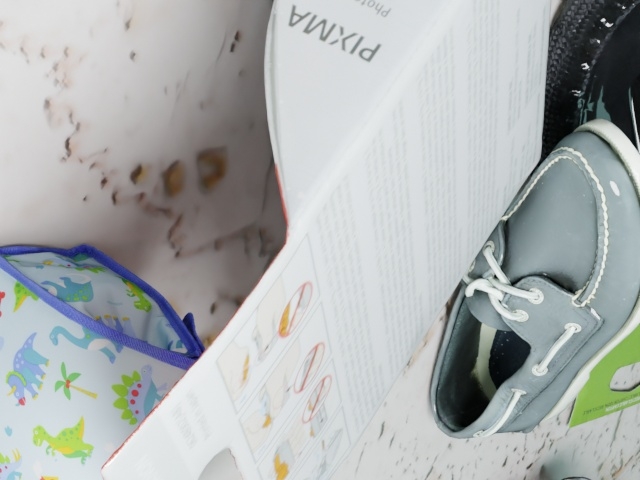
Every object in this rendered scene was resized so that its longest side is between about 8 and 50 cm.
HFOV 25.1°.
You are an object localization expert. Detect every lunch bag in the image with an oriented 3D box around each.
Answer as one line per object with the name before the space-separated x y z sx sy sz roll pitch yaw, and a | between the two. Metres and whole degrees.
lunch bag | -0.125 0.087 0.766 0.096 0.151 0.129 1 113 -46

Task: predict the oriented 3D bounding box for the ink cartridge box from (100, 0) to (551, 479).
ink cartridge box | 0.000 0.000 0.783 0.385 0.091 0.308 -54 160 -20

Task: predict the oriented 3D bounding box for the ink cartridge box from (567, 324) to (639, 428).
ink cartridge box | 0.341 0.059 1.284 0.188 0.097 0.255 -11 121 -42

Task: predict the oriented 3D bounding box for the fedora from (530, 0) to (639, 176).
fedora | 0.314 -0.090 1.049 0.152 0.334 0.334 -40 143 -57

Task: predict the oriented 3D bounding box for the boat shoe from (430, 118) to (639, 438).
boat shoe | 0.150 0.045 1.024 0.099 0.116 0.319 -19 149 -22

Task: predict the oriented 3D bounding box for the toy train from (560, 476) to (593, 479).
toy train | 0.190 0.359 1.300 0.190 0.142 0.334 -21 131 -22
